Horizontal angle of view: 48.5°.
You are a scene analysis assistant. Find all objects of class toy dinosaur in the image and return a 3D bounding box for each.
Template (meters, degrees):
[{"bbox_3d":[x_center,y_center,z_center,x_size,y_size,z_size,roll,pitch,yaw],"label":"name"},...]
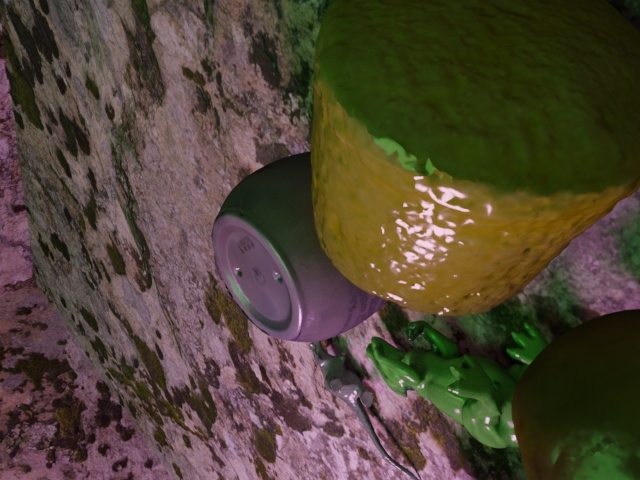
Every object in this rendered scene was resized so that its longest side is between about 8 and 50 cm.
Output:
[{"bbox_3d":[0.066,0.304,1.339,0.382,0.076,0.129,61,179,15],"label":"toy dinosaur"},{"bbox_3d":[0.279,0.289,1.046,0.500,0.144,0.374,42,156,10],"label":"toy dinosaur"}]

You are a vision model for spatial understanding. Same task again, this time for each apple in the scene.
[{"bbox_3d":[0.346,0.230,0.748,0.258,0.233,0.294,-20,90,11],"label":"apple"}]

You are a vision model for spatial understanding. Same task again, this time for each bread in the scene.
[{"bbox_3d":[0.154,-0.107,0.756,0.348,0.348,0.307,48,154,22],"label":"bread"}]

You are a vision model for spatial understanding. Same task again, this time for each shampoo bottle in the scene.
[{"bbox_3d":[0.000,0.000,1.069,0.273,0.266,0.272,32,137,36],"label":"shampoo bottle"}]
